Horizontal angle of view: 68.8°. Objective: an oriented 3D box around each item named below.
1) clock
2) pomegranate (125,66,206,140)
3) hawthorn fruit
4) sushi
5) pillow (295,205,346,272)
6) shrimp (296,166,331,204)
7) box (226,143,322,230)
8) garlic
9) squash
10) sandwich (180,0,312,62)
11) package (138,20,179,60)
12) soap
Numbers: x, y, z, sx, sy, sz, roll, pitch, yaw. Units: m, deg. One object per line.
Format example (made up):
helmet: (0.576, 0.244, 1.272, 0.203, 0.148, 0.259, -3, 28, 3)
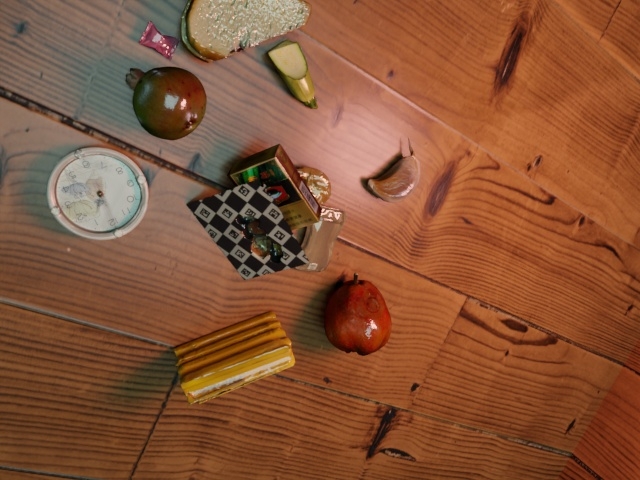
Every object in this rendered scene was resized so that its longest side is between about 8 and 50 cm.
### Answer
clock: (-0.560, -0.120, 1.188, 0.236, 0.053, 0.237, -6, 107, -21)
pomegranate: (-0.385, -0.348, 1.138, 0.209, 0.180, 0.180, 38, 90, 10)
hawthorn fruit: (0.119, 0.227, 1.468, 0.223, 0.224, 0.261, -1, 94, -20)
sushi: (-0.189, -0.034, 1.311, 0.263, 0.050, 0.290, -16, 120, 29)
pillow: (0.000, 0.000, 1.440, 0.130, 0.033, 0.218, 8, 110, -29)
shrimp: (-0.069, -0.165, 1.359, 0.216, 0.051, 0.115, 13, 102, -18)
box: (-0.119, -0.132, 1.285, 0.159, 0.071, 0.240, -15, 128, 28)
garlic: (0.248, -0.203, 1.454, 0.128, 0.090, 0.198, 44, 92, -13)
squash: (-0.058, -0.440, 1.270, 0.090, 0.075, 0.200, -50, 121, -29)
sandwich: (-0.190, -0.544, 1.175, 0.288, 0.099, 0.255, 19, 92, -25)
package: (-0.396, -0.492, 1.152, 0.083, 0.029, 0.059, 24, 100, -34)
soap: (-0.252, 0.339, 1.363, 0.324, 0.204, 0.096, -18, 115, -14)
